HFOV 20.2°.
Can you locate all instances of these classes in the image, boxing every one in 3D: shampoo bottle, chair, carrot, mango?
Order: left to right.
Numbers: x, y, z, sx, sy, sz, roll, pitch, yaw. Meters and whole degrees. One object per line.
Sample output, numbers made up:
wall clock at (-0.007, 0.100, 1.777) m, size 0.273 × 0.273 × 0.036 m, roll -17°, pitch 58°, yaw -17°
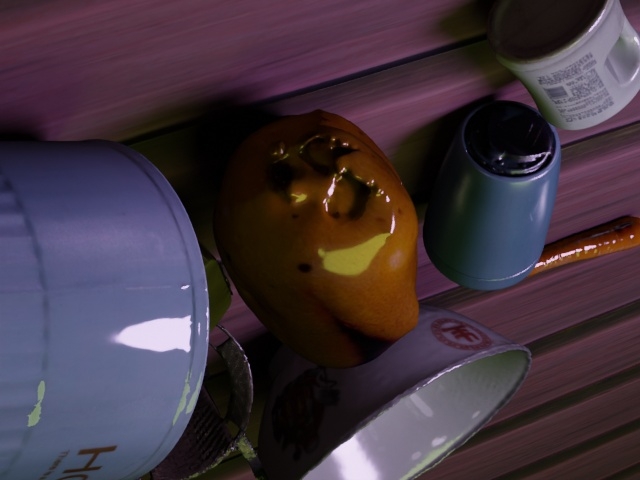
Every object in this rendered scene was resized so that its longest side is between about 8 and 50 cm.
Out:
chair at (-0.146, 0.166, 1.746) m, size 0.174 × 0.149 × 0.213 m, roll -25°, pitch 151°, yaw -8°
mango at (0.000, 0.000, 1.504) m, size 0.153 × 0.201 × 0.287 m, roll -50°, pitch 157°, yaw -15°
carrot at (0.294, 0.009, 2.068) m, size 0.190 × 0.037 × 0.037 m, roll -15°, pitch 152°, yaw -23°
shampoo bottle at (0.227, -0.163, 1.589) m, size 0.118 × 0.087 × 0.234 m, roll -39°, pitch 155°, yaw 7°

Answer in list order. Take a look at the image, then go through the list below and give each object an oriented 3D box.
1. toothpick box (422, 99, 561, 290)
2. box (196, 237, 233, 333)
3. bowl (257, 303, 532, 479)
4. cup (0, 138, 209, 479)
toothpick box at (0.167, -0.046, 1.713) m, size 0.120 × 0.120 × 0.184 m, roll -21°, pitch 151°, yaw -19°
box at (-0.140, 0.034, 1.554) m, size 0.111 × 0.111 × 0.177 m, roll -28°, pitch 160°, yaw -5°
bowl at (0.047, 0.160, 1.914) m, size 0.337 × 0.157 × 0.337 m, roll -30°, pitch 159°, yaw -13°
cup at (-0.300, 0.044, 1.264) m, size 0.311 × 0.331 × 0.257 m, roll -1°, pitch 109°, yaw -45°
